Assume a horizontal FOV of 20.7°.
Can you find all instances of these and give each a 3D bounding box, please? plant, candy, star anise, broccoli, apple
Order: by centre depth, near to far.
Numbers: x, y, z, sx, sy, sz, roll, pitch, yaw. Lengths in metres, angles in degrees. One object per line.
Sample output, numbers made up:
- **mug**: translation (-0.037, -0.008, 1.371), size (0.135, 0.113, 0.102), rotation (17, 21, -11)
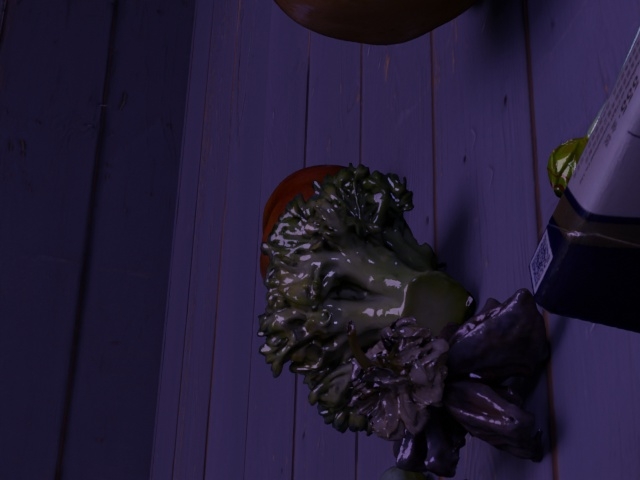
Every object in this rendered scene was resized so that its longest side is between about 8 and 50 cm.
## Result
- **candy**: translation (0.264, -0.125, 1.613), size (0.194, 0.058, 0.062), rotation (-66, 24, 10)
- **plant**: translation (0.060, 0.124, 1.650), size (0.116, 0.122, 0.104), rotation (-60, 34, 7)
- **star anise**: translation (0.151, 0.147, 1.710), size (0.257, 0.110, 0.198), rotation (-27, 37, 64)
- **broccoli**: translation (0.054, 0.074, 1.980), size (0.248, 0.288, 0.245), rotation (-43, 21, -19)
- **apple**: translation (0.000, 0.000, 2.317), size (0.209, 0.164, 0.209), rotation (-167, 90, -79)

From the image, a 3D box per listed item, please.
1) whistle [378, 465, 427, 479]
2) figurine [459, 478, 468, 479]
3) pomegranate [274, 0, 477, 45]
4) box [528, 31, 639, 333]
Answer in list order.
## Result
- **whistle**: translation (0.093, 0.306, 1.887), size (0.198, 0.057, 0.104), rotation (-146, 68, -77)
- **figurine**: translation (0.111, 0.335, 1.677), size (0.112, 0.137, 0.229), rotation (68, -157, -50)
- **pomegranate**: translation (0.084, -0.408, 1.934), size (0.411, 0.411, 0.411), rotation (-168, 90, -77)
- **box**: translation (0.270, -0.046, 1.245), size (0.071, 0.168, 0.259), rotation (-95, 21, -55)
